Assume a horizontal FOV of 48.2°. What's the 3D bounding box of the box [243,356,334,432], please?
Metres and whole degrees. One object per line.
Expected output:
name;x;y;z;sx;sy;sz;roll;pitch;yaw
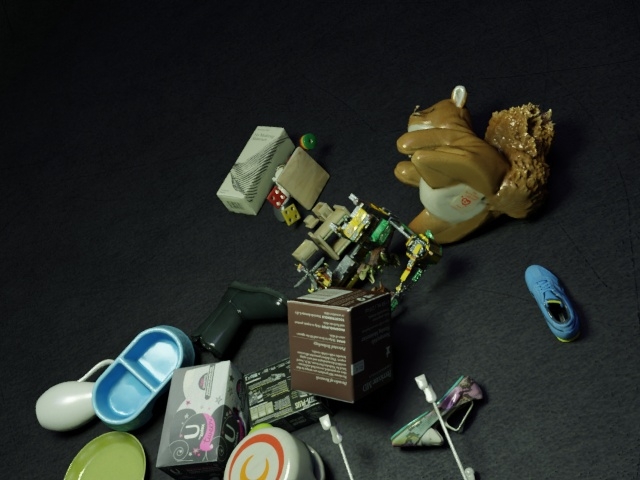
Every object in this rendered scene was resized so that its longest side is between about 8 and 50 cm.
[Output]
box;-0.077;0.361;1.670;0.180;0.077;0.147;-24;47;9

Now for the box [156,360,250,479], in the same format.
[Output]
box;-0.262;0.426;1.671;0.164;0.142;0.247;-12;51;19

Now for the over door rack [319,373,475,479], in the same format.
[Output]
over door rack;0.174;0.462;1.423;0.240;0.108;0.324;-26;68;8

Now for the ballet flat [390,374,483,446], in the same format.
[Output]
ballet flat;0.251;0.377;1.501;0.221;0.077;0.079;-39;67;-6

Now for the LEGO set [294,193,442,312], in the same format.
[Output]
LEGO set;0.098;0.054;1.668;0.331;0.192;0.255;-48;52;17

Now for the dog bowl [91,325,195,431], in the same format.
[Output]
dog bowl;-0.450;0.340;1.796;0.166;0.074;0.297;39;79;12

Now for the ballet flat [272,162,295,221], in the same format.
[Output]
ballet flat;-0.113;-0.148;2.093;0.074;0.074;0.203;-12;51;19

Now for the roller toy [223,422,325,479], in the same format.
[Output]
roller toy;-0.094;0.509;1.517;0.191;0.146;0.209;2;60;41

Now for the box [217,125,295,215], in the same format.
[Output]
box;-0.193;-0.213;2.168;0.113;0.094;0.275;9;60;32

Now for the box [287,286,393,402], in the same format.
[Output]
box;0.045;0.217;1.550;0.167;0.168;0.203;3;100;36

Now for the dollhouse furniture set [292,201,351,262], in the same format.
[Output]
dollhouse furniture set;0.000;0.000;1.929;0.182;0.101;0.161;-47;24;-12

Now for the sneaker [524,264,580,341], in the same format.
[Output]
sneaker;0.502;0.120;1.559;0.069;0.082;0.209;-25;46;10

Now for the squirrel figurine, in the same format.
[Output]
squirrel figurine;0.384;-0.215;1.804;0.397;0.281;0.370;-3;42;8

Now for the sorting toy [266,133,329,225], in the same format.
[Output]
sorting toy;-0.062;-0.168;2.050;0.046;0.132;0.274;-12;43;53

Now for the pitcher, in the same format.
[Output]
pitcher;-0.633;0.409;1.899;0.207;0.125;0.177;-17;41;2

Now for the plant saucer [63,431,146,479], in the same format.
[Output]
plant saucer;-0.523;0.589;1.751;0.241;0.037;0.240;-14;50;18

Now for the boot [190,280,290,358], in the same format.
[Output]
boot;-0.200;0.217;1.833;0.247;0.094;0.207;10;57;41
